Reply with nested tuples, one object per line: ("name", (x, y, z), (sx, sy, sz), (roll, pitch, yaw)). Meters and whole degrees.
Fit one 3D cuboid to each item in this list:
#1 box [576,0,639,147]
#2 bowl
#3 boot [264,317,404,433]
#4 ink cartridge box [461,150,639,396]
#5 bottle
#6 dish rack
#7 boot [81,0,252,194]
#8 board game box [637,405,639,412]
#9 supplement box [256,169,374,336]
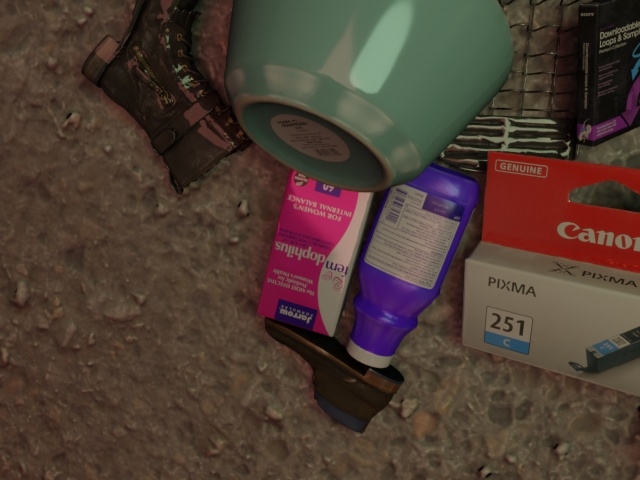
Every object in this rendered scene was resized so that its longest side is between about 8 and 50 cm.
("box", (0.350, -0.204, 0.693), (0.116, 0.029, 0.162), (-23, 117, -22))
("bowl", (0.025, -0.162, 0.623), (0.311, 0.311, 0.163), (23, 76, 4))
("boot", (0.001, 0.194, 0.856), (0.219, 0.082, 0.106), (28, 102, 1))
("ink cartridge box", (0.321, 0.044, 0.697), (0.296, 0.066, 0.261), (12, 121, 29))
("bottle", (0.113, 0.034, 0.798), (0.118, 0.092, 0.283), (23, 104, 16))
("dish rack", (0.242, -0.217, 0.738), (0.208, 0.074, 0.272), (4, 102, 9))
("boot", (-0.171, -0.219, 0.808), (0.263, 0.091, 0.229), (-41, 98, 18))
("board game box", (0.578, 0.297, 0.750), (0.275, 0.144, 0.142), (44, 105, 0))
("supplement box", (0.000, 0.000, 0.802), (0.111, 0.114, 0.220), (15, 105, 5))
